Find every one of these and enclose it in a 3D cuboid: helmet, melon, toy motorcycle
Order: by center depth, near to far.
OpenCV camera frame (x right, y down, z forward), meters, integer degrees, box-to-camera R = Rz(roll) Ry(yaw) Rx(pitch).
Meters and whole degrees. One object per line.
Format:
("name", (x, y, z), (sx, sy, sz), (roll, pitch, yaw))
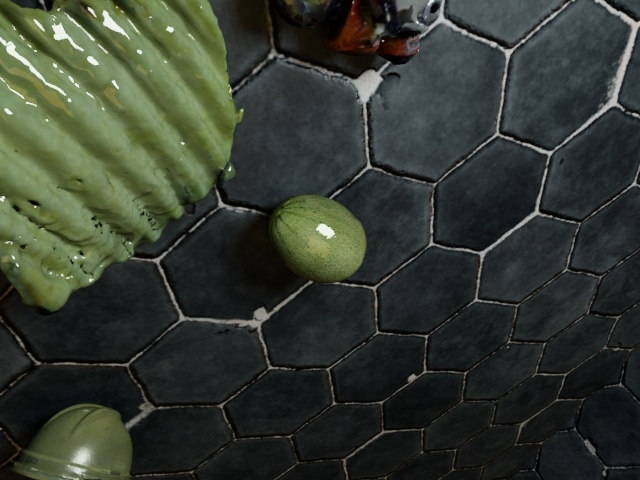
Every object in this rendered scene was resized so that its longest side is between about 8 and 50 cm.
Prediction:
("toy motorcycle", (0.141, -0.357, 0.582), (0.401, 0.134, 0.207), (-37, 131, 9))
("melon", (0.000, 0.000, 0.789), (0.192, 0.139, 0.139), (32, 109, -33))
("helmet", (-0.432, 0.385, 0.906), (0.203, 0.137, 0.258), (6, 151, 17))

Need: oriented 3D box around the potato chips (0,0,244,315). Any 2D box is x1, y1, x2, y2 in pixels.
("potato chips", (-0.261, -0.117, 0.578), (0.373, 0.097, 0.390), (-38, 141, -32))
